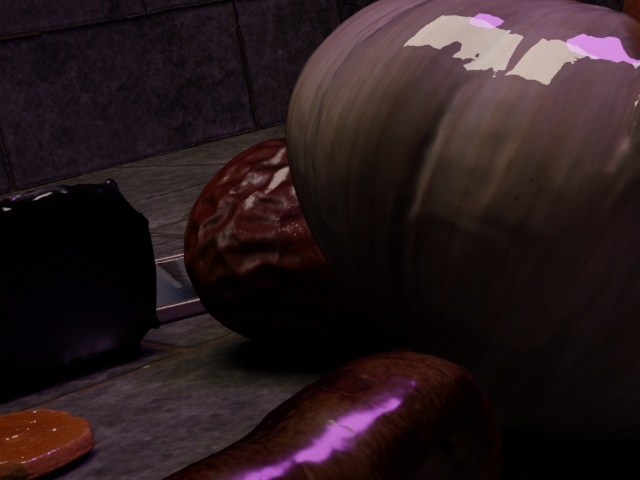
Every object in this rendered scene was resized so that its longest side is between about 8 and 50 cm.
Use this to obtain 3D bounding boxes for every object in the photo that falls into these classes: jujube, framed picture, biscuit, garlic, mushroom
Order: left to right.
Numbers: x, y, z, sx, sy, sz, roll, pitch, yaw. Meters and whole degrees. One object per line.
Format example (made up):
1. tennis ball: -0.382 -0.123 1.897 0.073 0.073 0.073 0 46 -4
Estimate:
1. biscuit: -0.210 0.143 0.854 0.102 0.019 0.130 -16 11 -29
2. framed picture: -0.144 0.043 1.334 0.213 0.016 0.289 -13 11 -13
3. jujube: 0.000 0.000 0.984 0.183 0.183 0.243 -20 13 -41
4. mushroom: 0.051 0.133 0.388 0.217 0.148 0.227 11 31 35
5. garlic: 0.120 -0.025 0.708 0.241 0.322 0.322 -42 20 -16

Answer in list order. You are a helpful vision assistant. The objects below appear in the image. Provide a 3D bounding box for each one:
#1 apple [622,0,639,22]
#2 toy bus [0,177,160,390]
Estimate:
1. apple: 0.532 -0.253 1.449 0.338 0.338 0.305 -2 -6 40
2. toy bus: -0.338 0.056 1.053 0.386 0.171 0.162 -16 8 -28
